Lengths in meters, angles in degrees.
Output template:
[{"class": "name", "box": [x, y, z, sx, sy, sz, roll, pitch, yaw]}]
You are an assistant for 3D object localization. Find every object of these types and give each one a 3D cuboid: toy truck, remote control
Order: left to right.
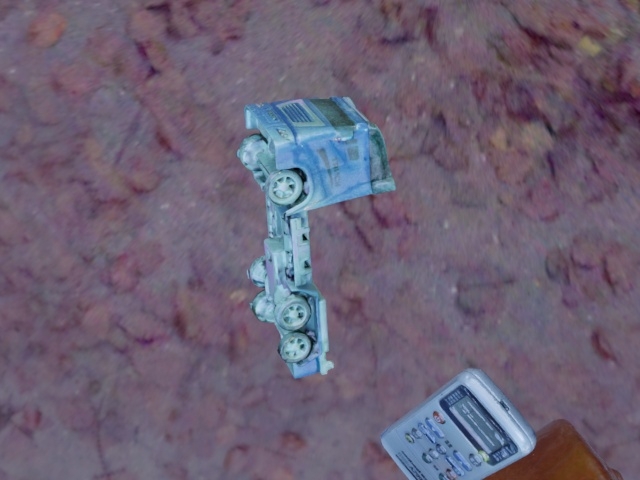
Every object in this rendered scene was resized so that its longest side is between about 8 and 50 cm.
[{"class": "toy truck", "box": [0.000, 0.000, 0.739, 0.081, 0.067, 0.175, -12, 120, -15]}, {"class": "remote control", "box": [0.070, 0.104, 0.641, 0.018, 0.124, 0.053, -35, 82, -29]}]

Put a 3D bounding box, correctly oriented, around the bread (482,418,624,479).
[{"class": "bread", "box": [0.235, 0.289, 0.892, 0.114, 0.295, 0.328, -37, 126, 5]}]
